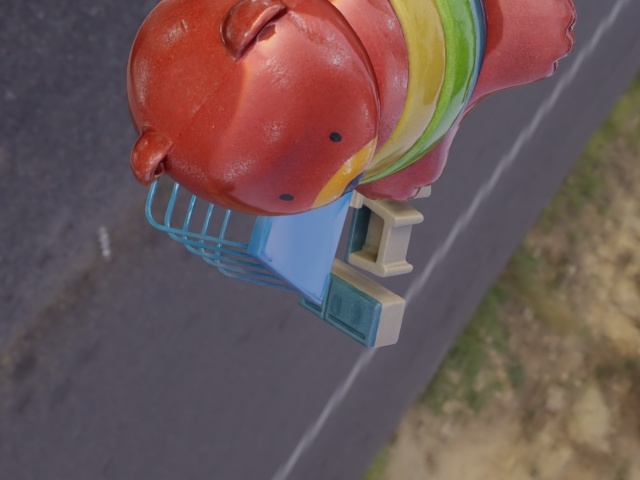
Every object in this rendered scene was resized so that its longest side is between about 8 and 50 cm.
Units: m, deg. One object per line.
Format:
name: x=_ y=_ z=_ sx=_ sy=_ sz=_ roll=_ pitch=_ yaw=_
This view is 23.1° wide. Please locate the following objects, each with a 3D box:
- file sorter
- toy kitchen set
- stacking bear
file sorter: x=-0.052 y=-0.034 z=1.238 sx=0.170 sy=0.104 sz=0.118 roll=42 pitch=62 yaw=-68
toy kitchen set: x=0.000 y=0.000 z=1.593 sx=0.166 sy=0.122 sz=0.207 roll=-7 pitch=117 yaw=-41
stacking bear: x=0.000 y=-0.091 z=0.795 sx=0.175 sy=0.164 sz=0.289 roll=-43 pitch=178 yaw=24
